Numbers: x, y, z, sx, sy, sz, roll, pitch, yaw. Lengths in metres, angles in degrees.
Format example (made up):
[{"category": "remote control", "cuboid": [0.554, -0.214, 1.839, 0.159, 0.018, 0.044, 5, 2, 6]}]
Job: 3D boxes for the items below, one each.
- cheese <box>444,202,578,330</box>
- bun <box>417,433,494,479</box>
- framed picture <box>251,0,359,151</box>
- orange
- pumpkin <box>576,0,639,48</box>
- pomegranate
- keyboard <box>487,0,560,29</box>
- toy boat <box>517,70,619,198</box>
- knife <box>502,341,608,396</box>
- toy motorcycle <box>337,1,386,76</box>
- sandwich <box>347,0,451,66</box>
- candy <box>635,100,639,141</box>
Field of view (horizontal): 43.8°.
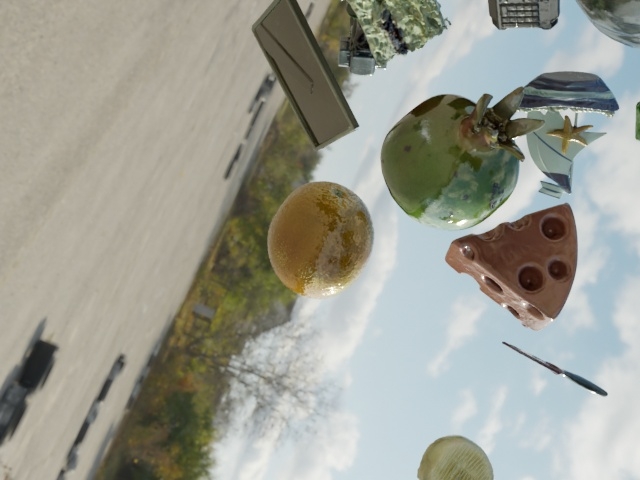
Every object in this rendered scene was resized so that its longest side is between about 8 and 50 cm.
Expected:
[{"category": "cheese", "cuboid": [0.342, 0.019, 1.319, 0.177, 0.203, 0.128, -47, 166, -12]}, {"category": "bun", "cuboid": [0.203, 0.352, 1.203, 0.069, 0.115, 0.115, 125, -12, -75]}, {"category": "framed picture", "cuboid": [-0.032, -0.285, 1.376, 0.023, 0.260, 0.189, -29, -176, -20]}, {"category": "orange", "cuboid": [0.000, 0.000, 1.596, 0.236, 0.236, 0.236, -156, -90, -84]}, {"category": "pumpkin", "cuboid": [0.398, -0.371, 0.882, 0.241, 0.323, 0.323, -10, -132, 40]}, {"category": "pomegranate", "cuboid": [0.181, -0.112, 1.009, 0.224, 0.181, 0.181, -43, -158, 57]}, {"category": "keyboard", "cuboid": [0.277, -0.394, 1.099, 0.262, 0.106, 0.016, 67, 34, -52]}, {"category": "toy boat", "cuboid": [0.515, -0.221, 1.709, 0.067, 0.220, 0.291, -61, 152, -48]}, {"category": "knife", "cuboid": [0.425, 0.235, 1.433, 0.018, 0.247, 0.035, -60, -161, 11]}, {"category": "toy motorcycle", "cuboid": [0.089, -0.430, 1.526, 0.274, 0.125, 0.187, 92, 5, -49]}, {"category": "sandwich", "cuboid": [0.082, -0.423, 1.208, 0.131, 0.325, 0.262, -25, 163, 13]}, {"category": "candy", "cuboid": [0.544, -0.281, 1.236, 0.097, 0.097, 0.323, 127, -20, -64]}]
